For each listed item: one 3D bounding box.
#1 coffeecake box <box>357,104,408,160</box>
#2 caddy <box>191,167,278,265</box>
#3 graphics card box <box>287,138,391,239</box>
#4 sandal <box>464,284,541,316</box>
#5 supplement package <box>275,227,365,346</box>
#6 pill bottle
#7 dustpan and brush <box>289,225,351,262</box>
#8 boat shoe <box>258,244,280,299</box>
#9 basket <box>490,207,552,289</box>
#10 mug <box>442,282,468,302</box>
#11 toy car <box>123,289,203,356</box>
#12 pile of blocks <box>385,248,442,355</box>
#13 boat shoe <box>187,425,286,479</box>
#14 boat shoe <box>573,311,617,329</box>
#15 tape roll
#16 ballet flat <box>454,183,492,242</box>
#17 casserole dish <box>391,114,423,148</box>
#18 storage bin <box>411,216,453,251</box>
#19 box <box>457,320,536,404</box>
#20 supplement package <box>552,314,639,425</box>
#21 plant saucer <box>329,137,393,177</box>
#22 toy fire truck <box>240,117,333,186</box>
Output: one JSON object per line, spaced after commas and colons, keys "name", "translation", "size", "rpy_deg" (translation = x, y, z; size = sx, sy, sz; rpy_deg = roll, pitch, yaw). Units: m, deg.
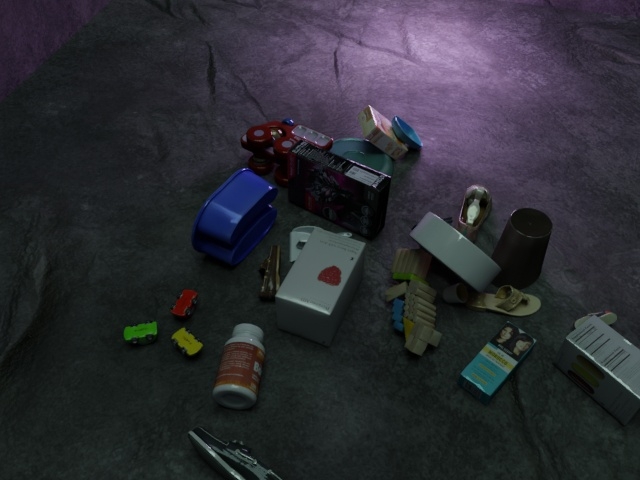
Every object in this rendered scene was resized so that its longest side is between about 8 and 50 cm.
{"name": "coffeecake box", "translation": [0.241, -0.417, 2.293], "size": [0.185, 0.068, 0.142], "rpy_deg": [28, 36, -35]}
{"name": "caddy", "translation": [-0.288, -0.084, 1.955], "size": [0.179, 0.241, 0.341], "rpy_deg": [28, 53, 15]}
{"name": "graphics card box", "translation": [0.054, -0.175, 2.037], "size": [0.370, 0.233, 0.094], "rpy_deg": [26, 49, 21]}
{"name": "sandal", "translation": [0.569, 0.176, 1.821], "size": [0.239, 0.079, 0.088], "rpy_deg": [2, 48, 2]}
{"name": "supplement package", "translation": [0.004, 0.137, 1.793], "size": [0.177, 0.175, 0.293], "rpy_deg": [18, 51, 14]}
{"name": "pill bottle", "translation": [-0.219, 0.346, 1.643], "size": [0.121, 0.121, 0.216], "rpy_deg": [5, 49, 4]}
{"name": "dustpan and brush", "translation": [0.000, 0.000, 1.994], "size": [0.211, 0.060, 0.147], "rpy_deg": [-2, 48, -1]}
{"name": "boat shoe", "translation": [-0.163, 0.097, 1.899], "size": [0.073, 0.073, 0.207], "rpy_deg": [1, 48, -2]}
{"name": "basket", "translation": [0.636, 0.019, 1.863], "size": [0.204, 0.227, 0.154], "rpy_deg": [-27, 53, -23]}
{"name": "mug", "translation": [0.420, 0.169, 1.841], "size": [0.078, 0.064, 0.062], "rpy_deg": [15, 66, -39]}
{"name": "toy car", "translation": [-0.467, 0.266, 1.762], "size": [0.224, 0.053, 0.239], "rpy_deg": [-10, 48, -8]}
{"name": "pile of blocks", "translation": [0.292, 0.193, 1.809], "size": [0.112, 0.149, 0.362], "rpy_deg": [28, 49, -33]}
{"name": "boat shoe", "translation": [-0.200, 0.556, 1.469], "size": [0.302, 0.114, 0.091], "rpy_deg": [37, 58, 15]}
{"name": "boat shoe", "translation": [0.823, 0.243, 1.786], "size": [0.136, 0.049, 0.043], "rpy_deg": [-13, 7, -8]}
{"name": "tape roll", "translation": [0.409, 0.036, 1.811], "size": [0.286, 0.286, 0.100], "rpy_deg": [43, 97, 31]}
{"name": "ballet flat", "translation": [0.544, -0.119, 2.068], "size": [0.107, 0.106, 0.316], "rpy_deg": [15, 49, 12]}
{"name": "casserole dish", "translation": [0.336, -0.420, 2.323], "size": [0.037, 0.188, 0.114], "rpy_deg": [-36, 57, 26]}
{"name": "storage bin", "translation": [0.384, -0.014, 1.995], "size": [0.135, 0.098, 0.091], "rpy_deg": [-10, 76, -9]}
{"name": "box", "translation": [0.503, 0.345, 1.681], "size": [0.100, 0.060, 0.244], "rpy_deg": [35, 57, 28]}
{"name": "supplement package", "translation": [0.791, 0.352, 1.623], "size": [0.133, 0.139, 0.244], "rpy_deg": [-28, 53, -24]}
{"name": "plant saucer", "translation": [0.125, -0.302, 2.279], "size": [0.317, 0.044, 0.318], "rpy_deg": [-1, 48, 1]}
{"name": "toy fire truck", "translation": [-0.136, -0.362, 2.250], "size": [0.302, 0.169, 0.254], "rpy_deg": [26, 51, 22]}
